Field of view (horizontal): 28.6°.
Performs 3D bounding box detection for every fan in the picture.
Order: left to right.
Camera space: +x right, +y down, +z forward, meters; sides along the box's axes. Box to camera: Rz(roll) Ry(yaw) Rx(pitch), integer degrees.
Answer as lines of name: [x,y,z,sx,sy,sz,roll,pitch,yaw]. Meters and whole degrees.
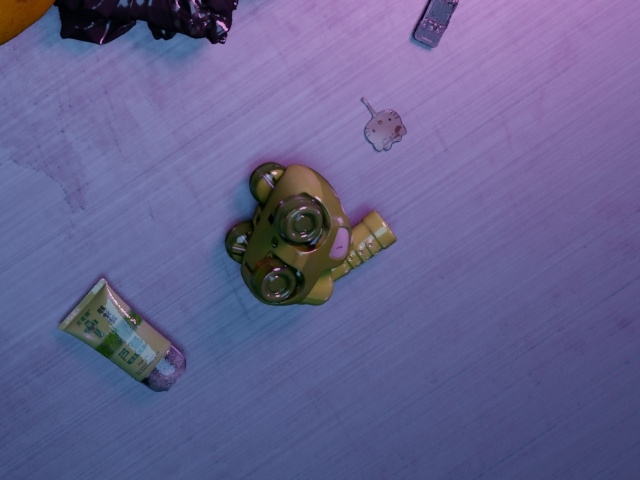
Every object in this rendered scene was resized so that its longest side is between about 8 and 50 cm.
fan: [0.081,-0.164,1.737,0.056,0.004,0.083,-37,108,3]

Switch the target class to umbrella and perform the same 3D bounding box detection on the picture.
umbrella: [-0.242,-0.307,1.595,0.272,0.122,0.110,7,61,-7]

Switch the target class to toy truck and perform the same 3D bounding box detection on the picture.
toy truck: [-0.019,0.009,1.708,0.211,0.148,0.187,31,101,-37]

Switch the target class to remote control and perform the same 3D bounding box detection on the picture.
remote control: [0.160,-0.311,1.704,0.039,0.014,0.096,23,100,-15]

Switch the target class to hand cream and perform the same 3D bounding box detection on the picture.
hand cream: [-0.267,0.141,1.746,0.175,0.046,0.095,41,99,-16]

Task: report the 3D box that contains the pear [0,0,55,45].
pear: [-0.446,-0.352,1.466,0.285,0.336,0.284,-2,93,-38]
